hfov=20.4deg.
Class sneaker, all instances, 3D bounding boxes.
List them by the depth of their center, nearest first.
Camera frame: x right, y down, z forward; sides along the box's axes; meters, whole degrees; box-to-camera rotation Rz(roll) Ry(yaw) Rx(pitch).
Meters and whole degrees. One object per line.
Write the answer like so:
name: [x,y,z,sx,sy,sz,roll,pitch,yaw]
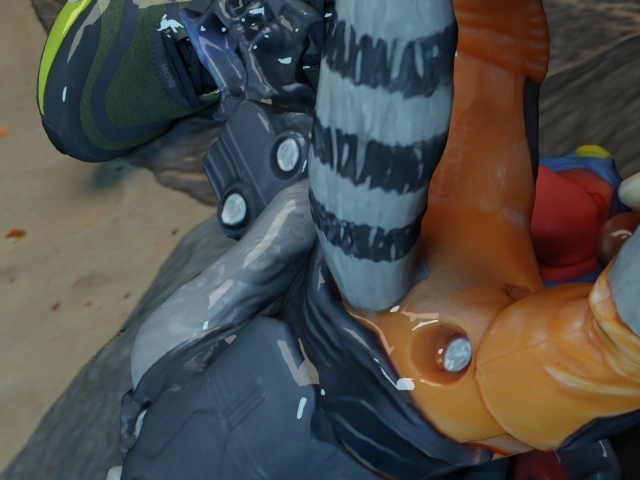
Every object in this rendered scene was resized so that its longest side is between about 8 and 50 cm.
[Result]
sneaker: [-0.029,-0.137,1.036,0.300,0.111,0.121,-35,41,-9]

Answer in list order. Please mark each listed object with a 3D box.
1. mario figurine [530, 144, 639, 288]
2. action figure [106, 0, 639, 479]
mario figurine: [0.124,-0.004,0.696,0.320,0.198,0.170,-5,79,46]
action figure: [0.000,0.000,0.567,0.178,0.330,0.341,-3,46,-38]
